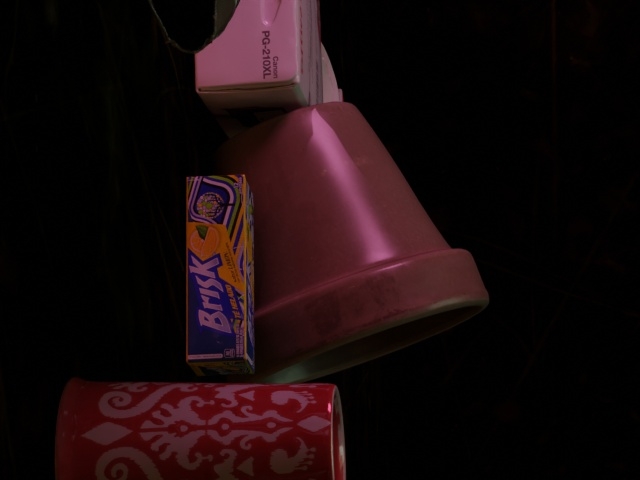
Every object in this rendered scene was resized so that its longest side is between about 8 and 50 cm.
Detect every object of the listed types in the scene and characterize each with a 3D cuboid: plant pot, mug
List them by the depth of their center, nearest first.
[{"bbox_3d":[-0.070,0.140,1.227,0.150,0.169,0.113,44,43,-81],"label":"mug"},{"bbox_3d":[0.000,0.000,1.819,0.263,0.263,0.229,44,25,-82],"label":"plant pot"}]

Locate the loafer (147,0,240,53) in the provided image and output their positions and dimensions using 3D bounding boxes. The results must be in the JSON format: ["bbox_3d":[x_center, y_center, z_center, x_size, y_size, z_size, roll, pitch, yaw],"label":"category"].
[{"bbox_3d":[-0.102,-0.244,1.453,0.251,0.094,0.087,77,11,-45],"label":"loafer"}]

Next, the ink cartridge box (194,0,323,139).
[{"bbox_3d":[-0.057,-0.200,1.860,0.237,0.100,0.172,59,29,-79],"label":"ink cartridge box"}]

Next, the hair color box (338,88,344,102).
[{"bbox_3d":[-0.017,-0.091,2.255,0.053,0.093,0.167,76,13,-62],"label":"hair color box"}]

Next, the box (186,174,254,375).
[{"bbox_3d":[-0.087,0.031,1.684,0.059,0.054,0.169,70,18,-73],"label":"box"}]

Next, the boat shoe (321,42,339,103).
[{"bbox_3d":[-0.044,-0.104,2.143,0.099,0.116,0.319,-31,-121,46],"label":"boat shoe"}]
